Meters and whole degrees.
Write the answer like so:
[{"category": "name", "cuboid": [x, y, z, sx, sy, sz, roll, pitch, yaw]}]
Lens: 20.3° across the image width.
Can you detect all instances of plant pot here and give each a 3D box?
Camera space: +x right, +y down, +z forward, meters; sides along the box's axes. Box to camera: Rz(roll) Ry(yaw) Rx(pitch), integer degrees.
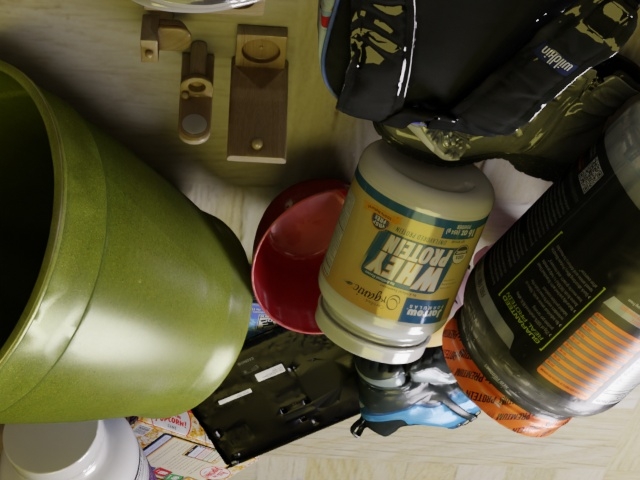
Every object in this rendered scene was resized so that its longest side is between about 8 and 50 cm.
[{"category": "plant pot", "cuboid": [-0.266, 0.038, 1.857, 0.366, 0.366, 0.353, -24, 151, 33]}]

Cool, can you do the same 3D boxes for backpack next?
[{"category": "backpack", "cuboid": [0.113, -0.218, 1.537, 0.277, 0.213, 0.263, 14, 137, -9]}]

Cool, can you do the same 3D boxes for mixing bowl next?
[{"category": "mixing bowl", "cuboid": [0.000, 0.000, 1.948, 0.181, 0.098, 0.181, -9, 124, -14]}]

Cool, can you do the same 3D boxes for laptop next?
[{"category": "laptop", "cuboid": [-0.032, 0.175, 2.239, 0.234, 0.136, 0.264, -24, 124, 7]}]

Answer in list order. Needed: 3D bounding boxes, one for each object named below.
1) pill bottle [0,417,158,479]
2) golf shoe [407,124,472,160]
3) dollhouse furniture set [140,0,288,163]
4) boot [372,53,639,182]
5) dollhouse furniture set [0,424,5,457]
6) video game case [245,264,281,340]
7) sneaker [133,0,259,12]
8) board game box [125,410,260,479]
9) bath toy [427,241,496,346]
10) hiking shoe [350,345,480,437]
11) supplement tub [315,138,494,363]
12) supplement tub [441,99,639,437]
[{"category": "pill bottle", "cuboid": [-0.306, 0.325, 2.329, 0.181, 0.181, 0.323, -5, 144, 9]}, {"category": "golf shoe", "cuboid": [0.077, -0.148, 1.733, 0.176, 0.069, 0.086, 56, 143, -5]}, {"category": "dollhouse furniture set", "cuboid": [-0.099, -0.169, 1.692, 0.144, 0.123, 0.151, 3, 147, -3]}, {"category": "boot", "cuboid": [0.187, -0.148, 1.779, 0.246, 0.083, 0.161, 8, 138, -18]}, {"category": "dollhouse furniture set", "cuboid": [-0.582, 0.246, 2.326, 0.362, 0.256, 0.394, 0, 168, 2]}, {"category": "video game case", "cuboid": [-0.186, 0.110, 2.184, 0.270, 0.061, 0.244, 5, 148, -6]}, {"category": "sneaker", "cuboid": [-0.155, -0.300, 1.491, 0.321, 0.124, 0.180, 10, 147, -13]}, {"category": "board game box", "cuboid": [-0.202, 0.283, 2.464, 0.193, 0.045, 0.147, 22, 141, -28]}, {"category": "bath toy", "cuboid": [0.198, 0.038, 2.008, 0.348, 0.151, 0.129, -15, 122, 15]}, {"category": "hiking shoe", "cuboid": [0.183, 0.159, 2.159, 0.304, 0.113, 0.132, -4, 128, -11]}, {"category": "supplement tub", "cuboid": [0.082, 0.011, 1.835, 0.144, 0.144, 0.199, 12, 115, -16]}, {"category": "supplement tub", "cuboid": [0.287, 0.036, 1.803, 0.207, 0.207, 0.338, 23, 126, -30]}]
